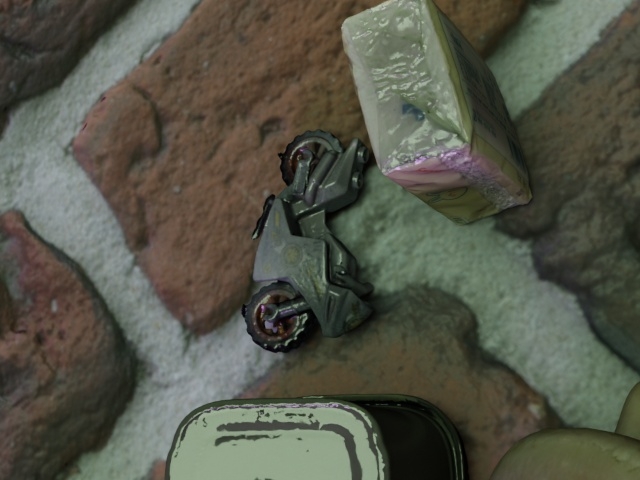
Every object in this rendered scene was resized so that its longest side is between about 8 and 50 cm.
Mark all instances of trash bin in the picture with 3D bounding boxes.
[{"bbox_3d":[-0.003,0.221,1.016,0.219,0.250,0.219,-4,76,16],"label":"trash bin"}]

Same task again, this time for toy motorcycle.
[{"bbox_3d":[0.000,0.000,1.162,0.122,0.080,0.215,6,76,24],"label":"toy motorcycle"}]

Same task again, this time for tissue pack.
[{"bbox_3d":[0.101,-0.106,1.077,0.092,0.196,0.148,-20,70,18],"label":"tissue pack"}]

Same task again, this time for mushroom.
[{"bbox_3d":[0.237,0.200,0.966,0.207,0.207,0.215,16,51,25],"label":"mushroom"}]
